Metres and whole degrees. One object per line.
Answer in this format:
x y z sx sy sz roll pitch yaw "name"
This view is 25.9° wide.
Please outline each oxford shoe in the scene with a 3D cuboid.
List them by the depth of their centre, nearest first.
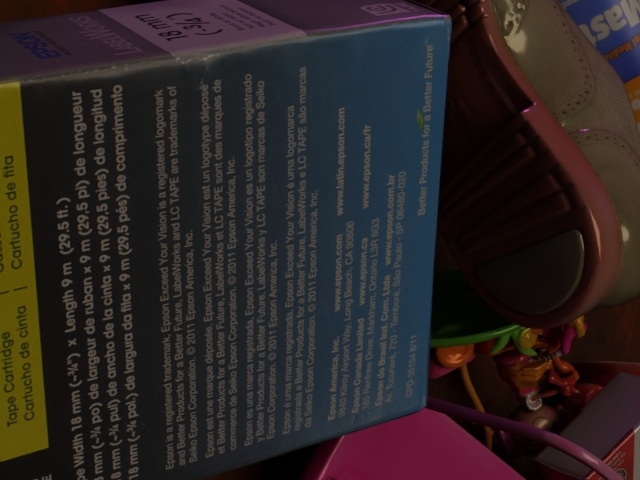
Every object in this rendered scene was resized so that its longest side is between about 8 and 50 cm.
0.115 -0.124 0.960 0.146 0.140 0.397 -6 68 -44 "oxford shoe"

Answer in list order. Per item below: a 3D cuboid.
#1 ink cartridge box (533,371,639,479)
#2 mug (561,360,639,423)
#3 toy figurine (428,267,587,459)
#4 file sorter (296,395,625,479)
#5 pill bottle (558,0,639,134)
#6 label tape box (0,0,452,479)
0.221 0.177 0.973 0.099 0.056 0.135 -39 117 -22 "ink cartridge box"
0.224 0.183 1.080 0.150 0.113 0.169 11 78 -22 "mug"
0.131 0.107 0.987 0.173 0.130 0.159 -18 109 -17 "toy figurine"
0.072 0.258 0.808 0.202 0.182 0.291 41 72 -32 "file sorter"
0.216 -0.149 1.090 0.152 0.152 0.272 -47 113 -38 "pill bottle"
-0.101 0.008 0.712 0.333 0.106 0.241 -13 119 -28 "label tape box"
